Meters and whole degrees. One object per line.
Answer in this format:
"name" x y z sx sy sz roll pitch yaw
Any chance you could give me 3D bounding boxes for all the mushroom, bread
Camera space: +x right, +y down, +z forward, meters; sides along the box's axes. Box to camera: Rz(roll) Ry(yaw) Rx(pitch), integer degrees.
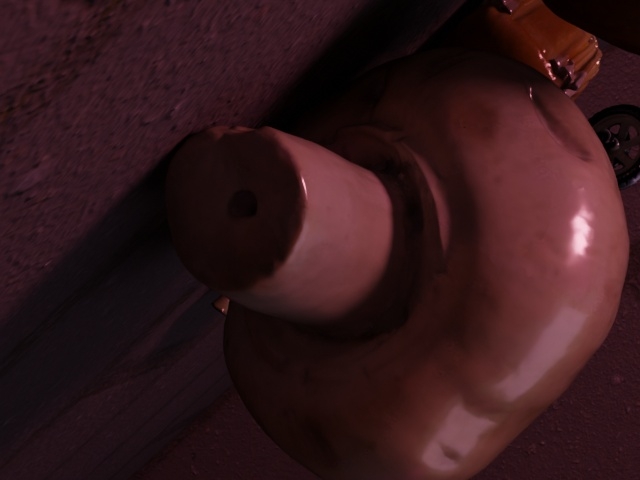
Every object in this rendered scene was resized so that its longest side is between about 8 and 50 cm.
"mushroom" 0.063 0.033 0.956 0.353 0.325 0.353 -20 -174 2
"bread" 0.169 -0.148 1.235 0.107 0.136 0.241 -36 172 -29

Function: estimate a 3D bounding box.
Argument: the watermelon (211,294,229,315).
"watermelon" 0.017 0.021 1.519 0.303 0.128 0.159 -41 174 -7

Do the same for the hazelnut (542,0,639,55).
"hazelnut" 0.248 -0.229 0.897 0.217 0.217 0.251 -46 -166 38

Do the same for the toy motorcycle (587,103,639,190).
"toy motorcycle" 0.160 -0.023 1.138 0.315 0.169 0.113 -13 151 33
